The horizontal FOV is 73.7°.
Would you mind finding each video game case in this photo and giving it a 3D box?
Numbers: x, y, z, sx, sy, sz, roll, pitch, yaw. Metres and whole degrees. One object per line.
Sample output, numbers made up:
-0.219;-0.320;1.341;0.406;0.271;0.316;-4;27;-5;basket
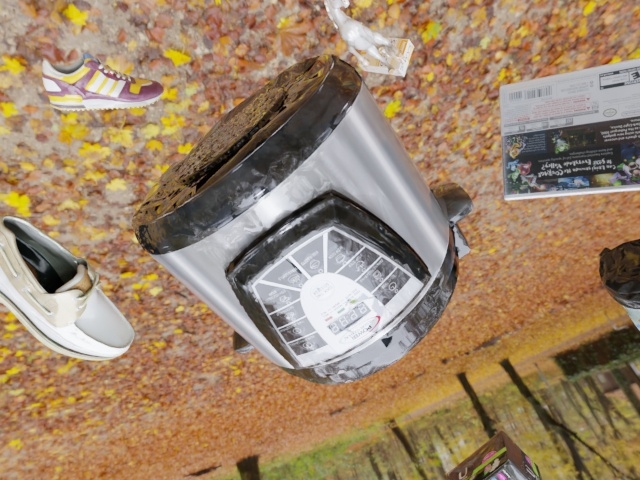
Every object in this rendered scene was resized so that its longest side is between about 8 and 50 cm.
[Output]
0.358;-0.151;0.603;0.190;0.173;0.022;-2;180;29;video game case

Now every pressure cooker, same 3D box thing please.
0.001;-0.004;0.644;0.370;0.375;0.420;-4;134;48;pressure cooker

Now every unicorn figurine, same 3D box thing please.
0.061;-0.305;0.630;0.060;0.111;0.162;-41;160;18;unicorn figurine

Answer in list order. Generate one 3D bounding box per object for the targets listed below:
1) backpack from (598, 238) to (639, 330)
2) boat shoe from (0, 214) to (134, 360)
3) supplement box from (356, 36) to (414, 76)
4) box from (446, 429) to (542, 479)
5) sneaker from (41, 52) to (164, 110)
0.408;0.069;0.442;0.182;0.115;0.152;37;151;-10;backpack
-0.409;0.085;0.675;0.103;0.113;0.302;-29;124;19;boat shoe
0.130;-0.374;0.862;0.036;0.098;0.062;7;102;-60;supplement box
0.176;0.251;0.435;0.083;0.052;0.062;-48;170;13;box
-0.360;-0.271;0.720;0.185;0.069;0.084;-19;130;-32;sneaker
